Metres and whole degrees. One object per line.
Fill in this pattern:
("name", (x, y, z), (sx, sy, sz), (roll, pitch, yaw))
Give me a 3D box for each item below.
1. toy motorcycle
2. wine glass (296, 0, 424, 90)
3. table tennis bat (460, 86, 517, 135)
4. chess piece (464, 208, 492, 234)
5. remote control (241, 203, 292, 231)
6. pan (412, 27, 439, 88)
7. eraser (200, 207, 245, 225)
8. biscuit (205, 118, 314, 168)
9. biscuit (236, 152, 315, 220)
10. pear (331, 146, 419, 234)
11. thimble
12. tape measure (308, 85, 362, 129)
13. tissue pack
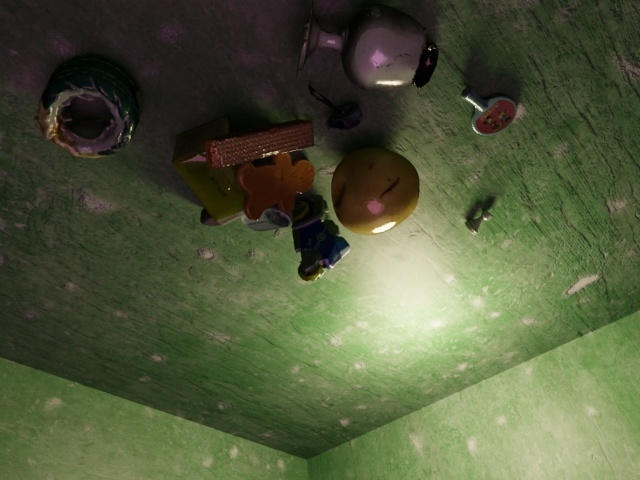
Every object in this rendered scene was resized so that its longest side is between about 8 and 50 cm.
("toy motorcycle", (0.000, 0.000, 1.799), (0.200, 0.326, 0.191), (-20, 135, 9))
("wine glass", (0.106, -0.529, 1.355), (0.323, 0.238, 0.238), (10, 133, -5))
("table tennis bat", (0.553, -0.436, 1.644), (0.244, 0.040, 0.153), (24, 128, -34))
("chess piece", (0.641, -0.079, 1.998), (0.067, 0.067, 0.103), (33, 113, -34))
("remote control", (-0.197, -0.084, 1.810), (0.247, 0.052, 0.104), (-7, 139, 46))
("pan", (0.300, -0.550, 1.444), (0.048, 0.128, 0.202), (30, 145, 24))
("eraser", (-0.277, -0.142, 1.785), (0.352, 0.089, 0.061), (-23, 136, 16))
("biscuit", (-0.181, -0.303, 1.524), (0.379, 0.054, 0.094), (-22, 124, -35))
("biscuit", (-0.144, -0.192, 1.647), (0.047, 0.340, 0.216), (13, 121, 38))
("pear", (0.186, -0.167, 1.685), (0.309, 0.309, 0.309), (-4, 135, -4))
("thimble", (-0.671, -0.381, 1.434), (0.288, 0.167, 0.254), (-19, 134, 10))
("tape measure", (0.054, -0.433, 1.546), (0.104, 0.107, 0.180), (-2, 130, 53))
("tissue pack", (-0.327, -0.231, 1.630), (0.200, 0.167, 0.274), (-19, 134, 9))
